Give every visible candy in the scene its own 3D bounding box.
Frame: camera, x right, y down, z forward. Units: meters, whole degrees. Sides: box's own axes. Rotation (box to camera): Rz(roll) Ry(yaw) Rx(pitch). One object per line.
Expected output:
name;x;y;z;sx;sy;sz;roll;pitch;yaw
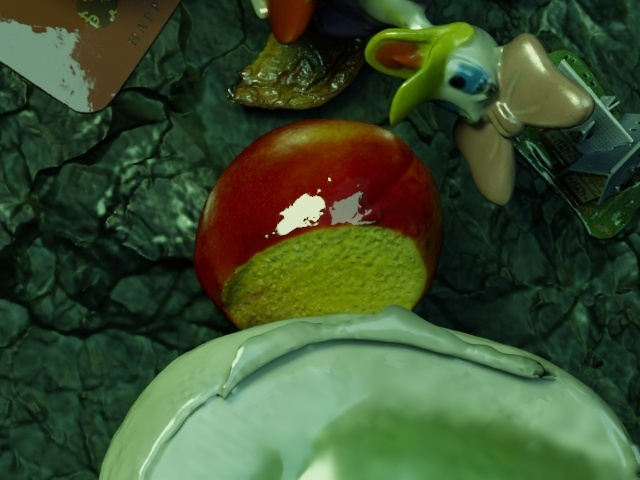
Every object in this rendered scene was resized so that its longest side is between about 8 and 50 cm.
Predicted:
candy;0.033;0.239;1.292;0.427;0.186;0.386;27;72;-13

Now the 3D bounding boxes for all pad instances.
pad;-0.194;-0.250;1.419;0.181;0.004;0.267;34;69;-10

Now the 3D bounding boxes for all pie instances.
pie;-0.003;-0.169;1.453;0.088;0.033;0.191;34;67;-5

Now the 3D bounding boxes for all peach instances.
peach;0.000;0.000;1.336;0.190;0.190;0.192;38;55;-8

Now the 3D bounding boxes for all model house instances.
model house;0.251;-0.096;1.498;0.117;0.088;0.167;-40;93;-22

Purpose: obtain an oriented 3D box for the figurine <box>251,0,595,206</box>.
figurine;0.043;-0.222;1.385;0.193;0.154;0.421;-14;66;-38
